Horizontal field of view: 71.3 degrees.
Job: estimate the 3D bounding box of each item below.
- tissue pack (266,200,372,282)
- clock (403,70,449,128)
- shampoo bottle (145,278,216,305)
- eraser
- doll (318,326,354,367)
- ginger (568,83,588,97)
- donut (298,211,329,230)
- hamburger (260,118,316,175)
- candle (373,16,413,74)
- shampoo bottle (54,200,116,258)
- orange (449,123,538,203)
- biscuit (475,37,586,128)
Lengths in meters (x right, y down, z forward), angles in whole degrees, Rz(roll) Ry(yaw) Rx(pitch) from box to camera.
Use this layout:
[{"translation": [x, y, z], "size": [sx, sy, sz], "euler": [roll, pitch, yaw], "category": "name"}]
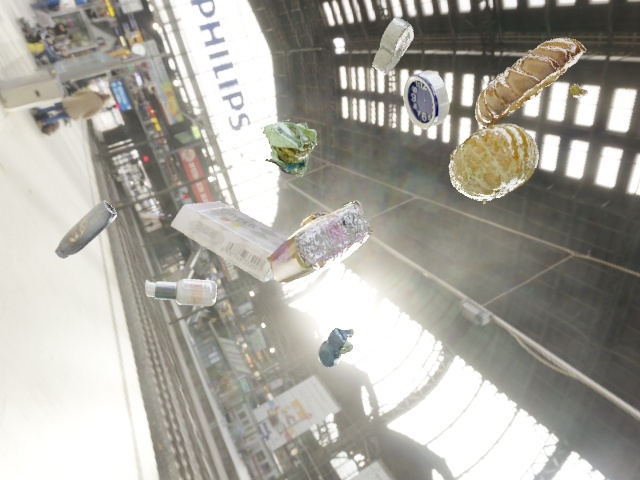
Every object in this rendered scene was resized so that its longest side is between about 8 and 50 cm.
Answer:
[{"translation": [-0.007, 0.016, 1.152], "size": [0.123, 0.215, 0.257], "euler": [59, -26, 3], "category": "tissue pack"}, {"translation": [0.444, -0.590, 1.880], "size": [0.230, 0.083, 0.230], "euler": [159, -90, -75], "category": "clock"}, {"translation": [-0.392, 0.145, 1.256], "size": [0.074, 0.192, 0.074], "euler": [-175, -90, -74], "category": "shampoo bottle"}, {"translation": [-0.260, -0.012, 1.427], "size": [0.397, 0.213, 0.082], "euler": [27, -69, 23], "category": "eraser"}, {"translation": [0.029, 0.204, 0.866], "size": [0.050, 0.083, 0.076], "euler": [31, 23, -1], "category": "doll"}, {"translation": [0.720, -0.415, 1.253], "size": [0.048, 0.097, 0.030], "euler": [36, -69, 9], "category": "ginger"}, {"translation": [0.000, 0.000, 1.475], "size": [0.073, 0.166, 0.184], "euler": [-33, 117, -67], "category": "donut"}, {"translation": [-0.123, -0.436, 2.017], "size": [0.150, 0.260, 0.276], "euler": [-35, -120, 47], "category": "hamburger"}, {"translation": [0.258, -0.675, 1.530], "size": [0.068, 0.168, 0.192], "euler": [37, -32, 7], "category": "candle"}, {"translation": [-0.785, -0.031, 1.487], "size": [0.087, 0.234, 0.049], "euler": [50, 4, 23], "category": "shampoo bottle"}, {"translation": [0.662, -0.294, 1.713], "size": [0.329, 0.329, 0.249], "euler": [114, -39, -66], "category": "orange"}, {"translation": [0.581, -0.453, 1.280], "size": [0.107, 0.326, 0.326], "euler": [55, -19, 2], "category": "biscuit"}]
